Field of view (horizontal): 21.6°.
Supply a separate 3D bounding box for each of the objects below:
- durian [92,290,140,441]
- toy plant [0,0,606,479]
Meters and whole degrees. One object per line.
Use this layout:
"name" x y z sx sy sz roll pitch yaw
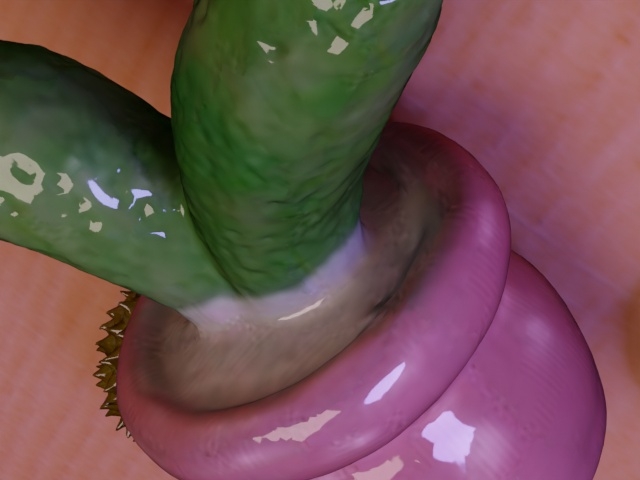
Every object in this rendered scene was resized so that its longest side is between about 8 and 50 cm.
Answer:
"durian" -0.067 0.103 0.981 0.146 0.102 0.208 13 135 10
"toy plant" 0.001 0.007 0.764 0.317 0.210 0.356 -8 128 39
